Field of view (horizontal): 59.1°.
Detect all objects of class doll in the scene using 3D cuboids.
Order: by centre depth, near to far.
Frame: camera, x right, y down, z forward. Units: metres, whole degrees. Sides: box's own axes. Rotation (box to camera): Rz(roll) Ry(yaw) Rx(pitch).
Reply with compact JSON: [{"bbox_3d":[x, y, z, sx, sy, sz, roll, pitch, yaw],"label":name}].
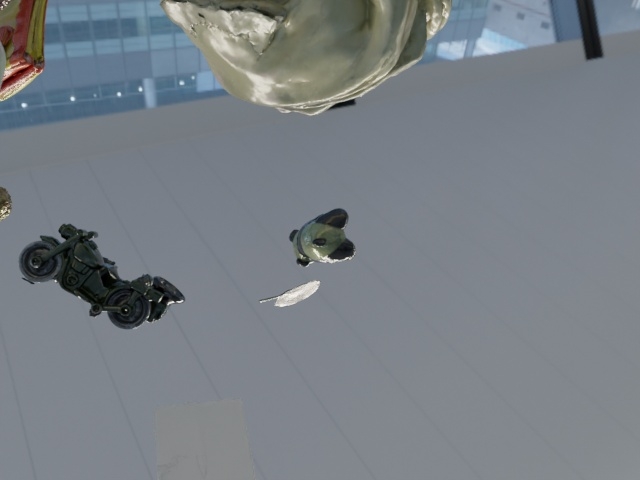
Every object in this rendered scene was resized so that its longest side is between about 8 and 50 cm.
[{"bbox_3d":[0.000,-0.002,1.555,0.135,0.143,0.234,-13,179,-23],"label":"doll"}]

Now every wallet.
[{"bbox_3d":[-0.512,-0.367,0.947,0.141,0.067,0.241,-15,-113,28],"label":"wallet"}]

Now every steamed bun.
[{"bbox_3d":[-0.025,-0.285,0.725,0.394,0.237,0.346,-17,-140,-29],"label":"steamed bun"}]

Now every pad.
[{"bbox_3d":[-0.171,0.360,0.864,0.156,0.004,0.232,4,-122,-31],"label":"pad"}]

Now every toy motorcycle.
[{"bbox_3d":[-0.388,0.069,1.040,0.275,0.127,0.205,32,176,-6],"label":"toy motorcycle"}]

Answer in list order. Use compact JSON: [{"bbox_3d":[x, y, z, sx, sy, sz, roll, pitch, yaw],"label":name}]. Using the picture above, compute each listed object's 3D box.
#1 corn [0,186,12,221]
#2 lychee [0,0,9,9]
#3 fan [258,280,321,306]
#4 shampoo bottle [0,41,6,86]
[{"bbox_3d":[-0.780,-0.020,1.123,0.320,0.097,0.097,-26,-134,-17],"label":"corn"},{"bbox_3d":[-0.334,-0.281,0.485,0.188,0.188,0.188,4,-143,-3],"label":"lychee"},{"bbox_3d":[-0.052,0.089,0.905,0.133,0.085,0.005,-4,-121,-50],"label":"fan"},{"bbox_3d":[-0.462,-0.246,0.733,0.051,0.108,0.221,-19,-123,19],"label":"shampoo bottle"}]
